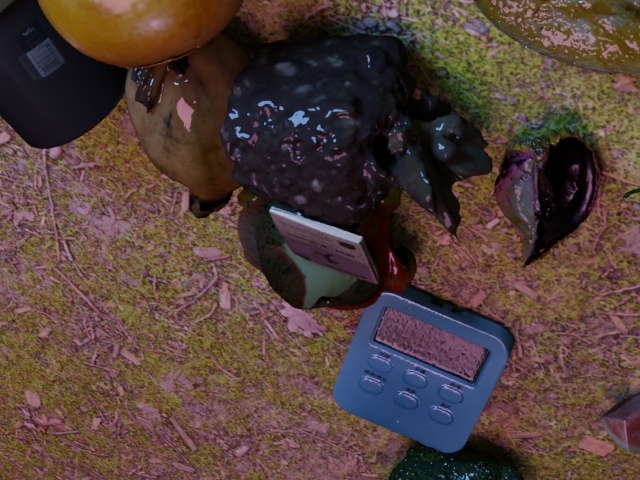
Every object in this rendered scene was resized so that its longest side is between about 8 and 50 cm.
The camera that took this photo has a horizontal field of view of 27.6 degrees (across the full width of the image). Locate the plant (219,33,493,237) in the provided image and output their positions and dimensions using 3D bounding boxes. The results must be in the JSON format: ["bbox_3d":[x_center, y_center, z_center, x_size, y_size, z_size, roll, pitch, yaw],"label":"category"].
[{"bbox_3d":[0.055,-0.130,1.600,0.312,0.215,0.213,12,142,24],"label":"plant"}]

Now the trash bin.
[{"bbox_3d":[-0.409,-0.295,1.687,0.214,0.214,0.334,-6,138,33],"label":"trash bin"}]

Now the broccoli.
[{"bbox_3d":[0.216,0.466,2.166,0.295,0.265,0.245,-30,150,14],"label":"broccoli"}]

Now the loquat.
[{"bbox_3d":[-0.202,-0.322,1.497,0.263,0.263,0.263,15,139,14],"label":"loquat"}]

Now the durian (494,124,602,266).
[{"bbox_3d":[0.280,-0.080,1.648,0.108,0.119,0.186,42,144,46],"label":"durian"}]

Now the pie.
[{"bbox_3d":[0.297,-0.304,1.401,0.323,0.070,0.323,16,141,14],"label":"pie"}]

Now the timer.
[{"bbox_3d":[0.154,0.191,1.995,0.232,0.091,0.250,23,136,6],"label":"timer"}]

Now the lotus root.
[{"bbox_3d":[-0.158,-0.147,1.734,0.183,0.182,0.310,11,137,19],"label":"lotus root"}]

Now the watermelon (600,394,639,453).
[{"bbox_3d":[0.463,0.272,1.910,0.092,0.084,0.072,41,152,14],"label":"watermelon"}]

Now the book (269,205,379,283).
[{"bbox_3d":[0.007,0.008,1.673,0.127,0.014,0.181,19,166,14],"label":"book"}]

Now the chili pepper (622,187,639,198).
[{"bbox_3d":[0.498,0.006,1.624,0.122,0.065,0.279,-19,127,36],"label":"chili pepper"}]

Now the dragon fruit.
[{"bbox_3d":[0.000,0.000,1.847,0.268,0.130,0.295,40,139,-8],"label":"dragon fruit"}]
